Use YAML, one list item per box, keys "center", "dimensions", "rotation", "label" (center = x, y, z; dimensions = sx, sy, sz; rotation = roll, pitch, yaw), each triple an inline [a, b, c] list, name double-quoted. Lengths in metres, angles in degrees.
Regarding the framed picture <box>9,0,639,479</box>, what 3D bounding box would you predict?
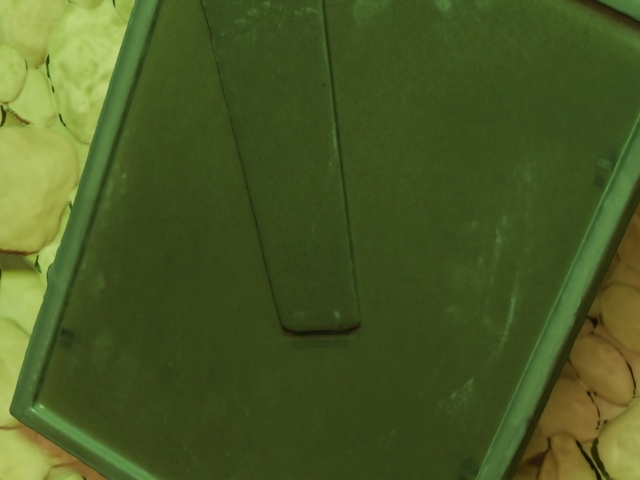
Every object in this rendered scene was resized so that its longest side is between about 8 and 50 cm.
- center: [0.000, 0.000, 1.129]
  dimensions: [0.326, 0.028, 0.446]
  rotation: [30, 117, 18]
  label: "framed picture"
